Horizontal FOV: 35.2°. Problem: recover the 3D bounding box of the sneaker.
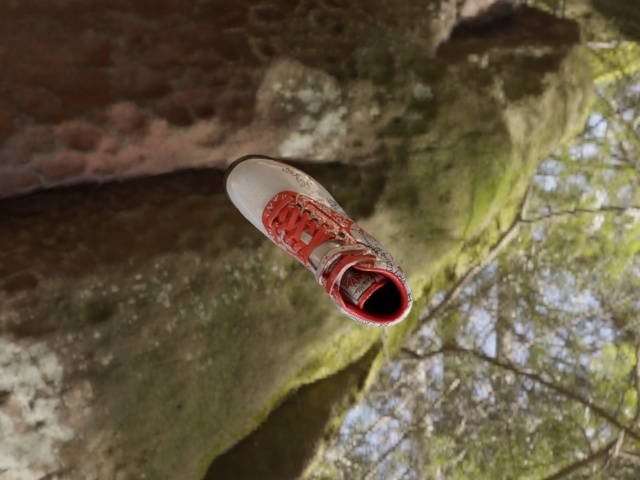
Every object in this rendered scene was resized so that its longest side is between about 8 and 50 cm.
[{"bbox_3d":[0.001,-0.001,1.202,0.090,0.270,0.145,-49,-167,7],"label":"sneaker"}]
